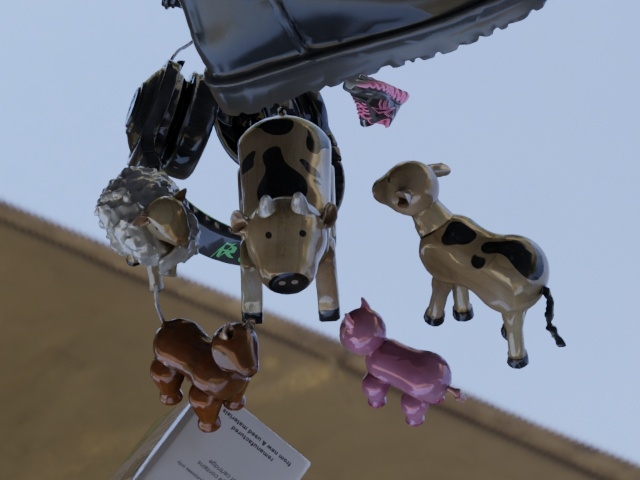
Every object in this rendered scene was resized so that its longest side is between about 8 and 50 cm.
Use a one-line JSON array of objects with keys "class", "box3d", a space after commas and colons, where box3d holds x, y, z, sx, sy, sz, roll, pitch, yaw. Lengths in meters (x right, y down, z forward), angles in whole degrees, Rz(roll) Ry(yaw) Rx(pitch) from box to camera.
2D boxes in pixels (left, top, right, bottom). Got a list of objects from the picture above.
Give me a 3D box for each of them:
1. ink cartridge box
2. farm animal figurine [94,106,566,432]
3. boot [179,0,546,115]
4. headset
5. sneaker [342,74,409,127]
[{"class": "ink cartridge box", "box3d": [-0.156, 0.276, 1.493, 0.278, 0.117, 0.201, -52, -174, -24]}, {"class": "farm animal figurine", "box3d": [0.000, 0.000, 1.461, 0.330, 0.172, 0.326, -13, -139, -14]}, {"class": "boot", "box3d": [-0.013, -0.350, 1.399, 0.367, 0.445, 0.146, -22, -151, 8]}, {"class": "headset", "box3d": [-0.107, -0.159, 1.986, 0.243, 0.185, 0.394, -4, -124, -29]}, {"class": "sneaker", "box3d": [0.057, -0.154, 1.967, 0.047, 0.119, 0.057, 32, -81, 30]}]
